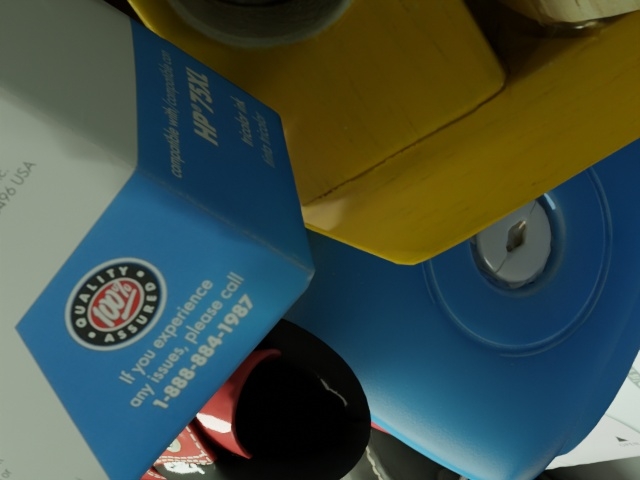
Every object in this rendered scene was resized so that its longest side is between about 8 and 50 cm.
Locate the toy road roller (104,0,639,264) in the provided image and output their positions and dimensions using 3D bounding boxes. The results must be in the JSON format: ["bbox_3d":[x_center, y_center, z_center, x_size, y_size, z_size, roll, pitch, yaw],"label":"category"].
[{"bbox_3d":[-0.035,-0.121,0.491,0.329,0.241,0.202,-29,121,12],"label":"toy road roller"}]

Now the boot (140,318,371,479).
[{"bbox_3d":[-0.112,0.042,0.567,0.244,0.088,0.176,13,169,-28],"label":"boot"}]

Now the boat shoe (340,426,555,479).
[{"bbox_3d":[0.101,0.159,1.087,0.095,0.112,0.335,-14,150,21],"label":"boat shoe"}]

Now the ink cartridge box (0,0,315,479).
[{"bbox_3d":[-0.133,-0.020,0.352,0.231,0.078,0.134,32,112,-23],"label":"ink cartridge box"}]

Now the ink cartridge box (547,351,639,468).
[{"bbox_3d":[0.105,0.046,0.892,0.232,0.066,0.189,28,154,-29],"label":"ink cartridge box"}]

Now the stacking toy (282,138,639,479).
[{"bbox_3d":[0.000,0.000,0.777,0.165,0.175,0.302,34,163,-26],"label":"stacking toy"}]
